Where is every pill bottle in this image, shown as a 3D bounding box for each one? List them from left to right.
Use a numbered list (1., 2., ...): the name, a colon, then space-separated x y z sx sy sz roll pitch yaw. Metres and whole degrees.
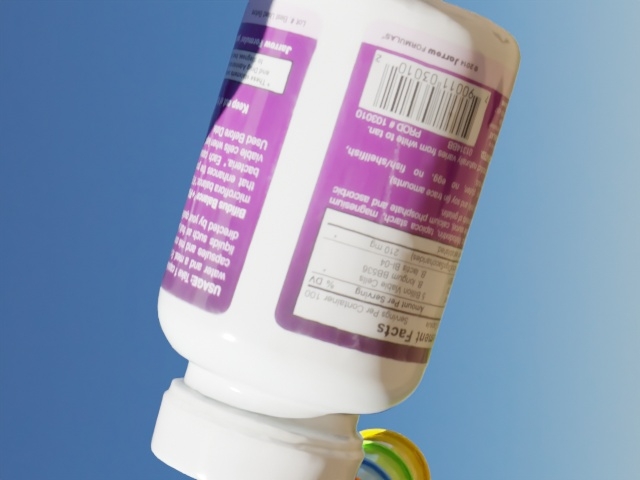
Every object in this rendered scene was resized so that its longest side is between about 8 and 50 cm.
1. pill bottle: 0.000 0.000 0.917 0.169 0.169 0.301 9 -81 -75

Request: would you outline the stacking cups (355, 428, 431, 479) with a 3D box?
1. stacking cups: 0.011 0.218 1.198 0.316 0.096 0.096 -8 -80 -75
